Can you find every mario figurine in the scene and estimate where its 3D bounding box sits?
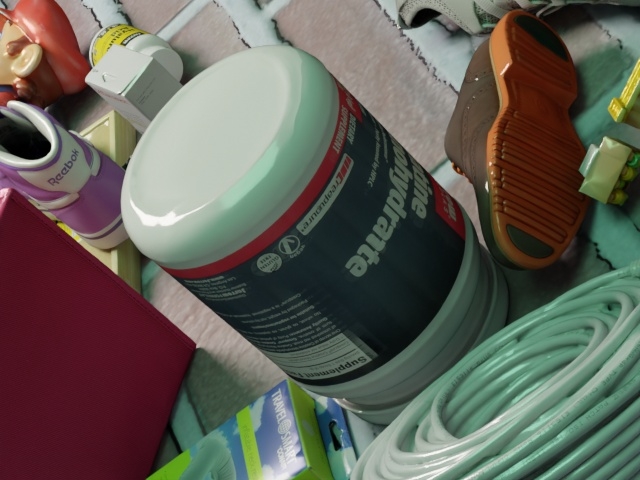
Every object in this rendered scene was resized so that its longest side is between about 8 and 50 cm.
[{"bbox_3d":[-0.389,-0.143,2.069,0.198,0.170,0.320,5,61,51],"label":"mario figurine"}]

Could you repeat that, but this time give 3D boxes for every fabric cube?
[{"bbox_3d":[-0.309,0.147,1.620,0.259,0.254,0.258,-14,47,39],"label":"fabric cube"}]

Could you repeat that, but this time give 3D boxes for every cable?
[{"bbox_3d":[0.145,0.120,1.237,0.257,0.089,0.257,-26,13,43],"label":"cable"}]

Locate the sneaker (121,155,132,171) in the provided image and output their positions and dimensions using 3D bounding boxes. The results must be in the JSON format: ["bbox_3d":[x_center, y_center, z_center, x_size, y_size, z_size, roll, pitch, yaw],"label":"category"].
[{"bbox_3d":[-0.160,-0.056,1.847,0.109,0.044,0.040,17,67,51],"label":"sneaker"}]

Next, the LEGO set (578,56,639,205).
[{"bbox_3d":[0.298,-0.149,1.438,0.132,0.107,0.287,126,167,-68],"label":"LEGO set"}]

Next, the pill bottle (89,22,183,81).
[{"bbox_3d":[-0.194,-0.191,1.996,0.065,0.065,0.116,-53,36,-9],"label":"pill bottle"}]

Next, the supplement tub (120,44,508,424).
[{"bbox_3d":[0.000,0.000,1.420,0.191,0.272,0.191,-28,39,26],"label":"supplement tub"}]

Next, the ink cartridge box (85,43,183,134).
[{"bbox_3d":[-0.161,-0.133,1.854,0.052,0.122,0.088,-54,35,-9],"label":"ink cartridge box"}]

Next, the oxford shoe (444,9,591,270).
[{"bbox_3d":[0.152,-0.064,1.502,0.098,0.097,0.271,-44,24,38],"label":"oxford shoe"}]

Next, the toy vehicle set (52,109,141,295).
[{"bbox_3d":[-0.258,0.000,1.901,0.166,0.035,0.266,-32,37,20],"label":"toy vehicle set"}]

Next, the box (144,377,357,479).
[{"bbox_3d":[-0.058,0.191,1.497,0.178,0.042,0.109,-37,36,15],"label":"box"}]

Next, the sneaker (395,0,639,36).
[{"bbox_3d":[0.177,-0.219,1.633,0.281,0.105,0.115,14,104,45],"label":"sneaker"}]

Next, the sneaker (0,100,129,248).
[{"bbox_3d":[-0.292,-0.093,1.858,0.282,0.161,0.102,18,71,54],"label":"sneaker"}]
